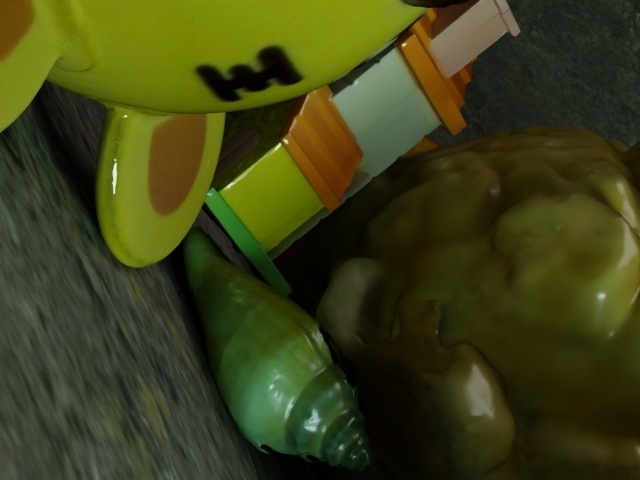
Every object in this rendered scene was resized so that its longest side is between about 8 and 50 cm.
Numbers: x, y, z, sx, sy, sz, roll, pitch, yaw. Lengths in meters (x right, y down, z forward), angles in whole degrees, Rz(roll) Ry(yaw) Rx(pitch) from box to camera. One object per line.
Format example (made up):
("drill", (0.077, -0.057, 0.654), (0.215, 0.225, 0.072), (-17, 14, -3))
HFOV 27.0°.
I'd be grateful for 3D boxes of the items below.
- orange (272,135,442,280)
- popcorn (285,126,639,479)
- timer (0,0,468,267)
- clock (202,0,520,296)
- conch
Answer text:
("orange", (0.056, 0.007, 1.278), (0.240, 0.240, 0.240), (59, 5, -8))
("popcorn", (0.156, 0.089, 0.979), (0.344, 0.354, 0.390), (57, 8, -22))
("timer", (-0.075, -0.190, 0.677), (0.376, 0.376, 0.386), (47, 57, -69))
("clock", (-0.002, -0.120, 0.959), (0.106, 0.255, 0.220), (54, -6, -38))
("conch", (-0.031, 0.078, 0.840), (0.201, 0.080, 0.095), (53, -20, 46))
